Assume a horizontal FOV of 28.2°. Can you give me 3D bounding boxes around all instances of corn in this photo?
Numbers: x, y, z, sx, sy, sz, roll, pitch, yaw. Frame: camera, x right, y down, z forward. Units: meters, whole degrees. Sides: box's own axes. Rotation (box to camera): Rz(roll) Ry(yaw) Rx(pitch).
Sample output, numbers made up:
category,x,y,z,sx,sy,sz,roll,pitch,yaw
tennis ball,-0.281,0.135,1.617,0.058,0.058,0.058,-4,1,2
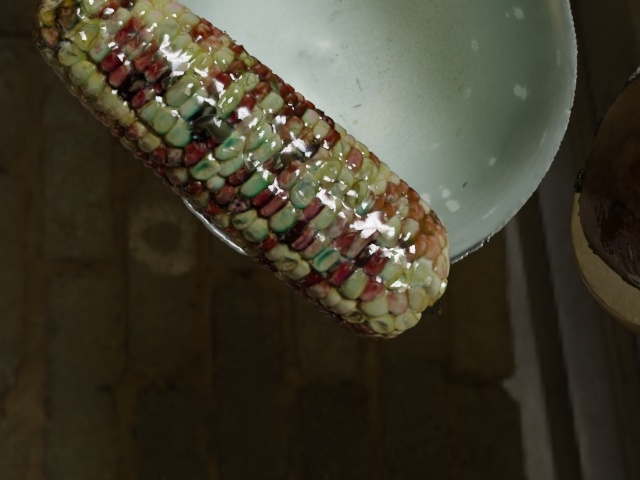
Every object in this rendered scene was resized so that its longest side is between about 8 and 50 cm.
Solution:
category,x,y,z,sx,sy,sz,roll,pitch,yaw
corn,-0.038,-0.046,0.656,0.086,0.253,0.086,-47,-165,17

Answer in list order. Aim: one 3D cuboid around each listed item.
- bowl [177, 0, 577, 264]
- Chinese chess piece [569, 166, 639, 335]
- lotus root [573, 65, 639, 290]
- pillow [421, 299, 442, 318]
category,x,y,z,sx,sy,sz,roll,pitch,yaw
bowl,0.022,-0.136,0.957,0.146,0.313,0.313,-105,-161,-73
Chinese chess piece,0.397,-0.020,1.351,0.273,0.102,0.273,-8,-103,38
lotus root,0.344,-0.015,0.960,0.192,0.272,0.272,-100,-164,-64
pillow,0.000,0.000,1.163,0.169,0.255,0.059,102,15,-62
